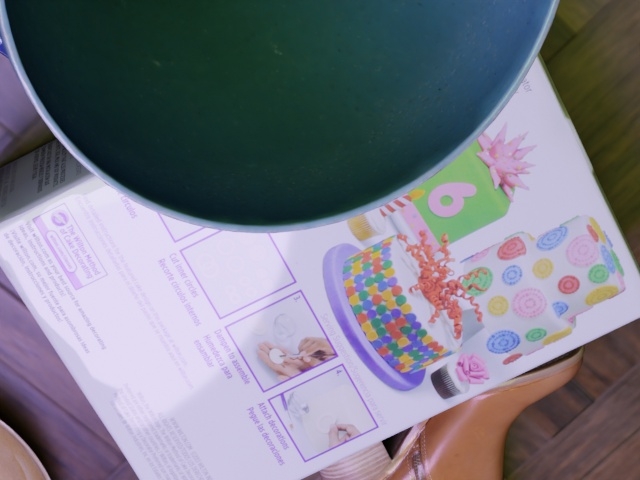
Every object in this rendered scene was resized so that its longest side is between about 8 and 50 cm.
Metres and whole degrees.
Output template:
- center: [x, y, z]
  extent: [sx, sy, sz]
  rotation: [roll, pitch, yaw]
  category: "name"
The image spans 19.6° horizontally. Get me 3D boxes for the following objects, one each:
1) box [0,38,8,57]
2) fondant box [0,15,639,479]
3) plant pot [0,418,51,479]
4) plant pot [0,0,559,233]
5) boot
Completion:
- center: [-0.197, -0.198, 1.035]
  extent: [0.225, 0.036, 0.136]
  rotation: [34, 107, -21]
  category: "box"
- center: [0.000, 0.000, 1.114]
  extent: [0.330, 0.096, 0.238]
  rotation: [-26, 114, 7]
  category: "fondant box"
- center: [-0.284, 0.186, 1.204]
  extent: [0.236, 0.032, 0.236]
  rotation: [-2, 114, -4]
  category: "plant pot"
- center: [-0.044, -0.172, 0.940]
  extent: [0.290, 0.195, 0.290]
  rotation: [-9, 114, -20]
  category: "plant pot"
- center: [0.101, 0.143, 1.205]
  extent: [0.197, 0.073, 0.152]
  rotation: [-22, 116, 14]
  category: "boot"
